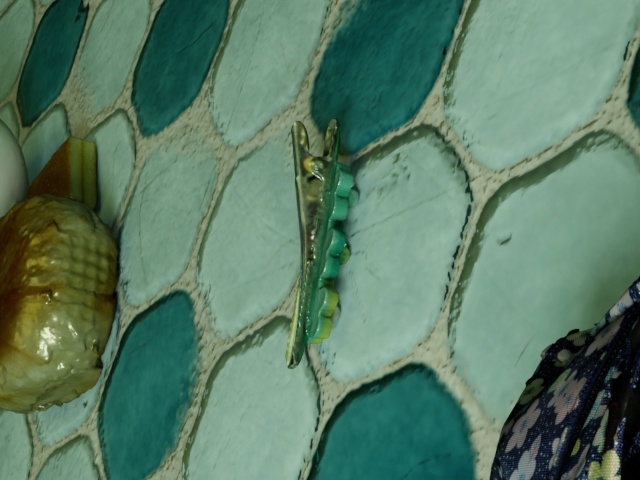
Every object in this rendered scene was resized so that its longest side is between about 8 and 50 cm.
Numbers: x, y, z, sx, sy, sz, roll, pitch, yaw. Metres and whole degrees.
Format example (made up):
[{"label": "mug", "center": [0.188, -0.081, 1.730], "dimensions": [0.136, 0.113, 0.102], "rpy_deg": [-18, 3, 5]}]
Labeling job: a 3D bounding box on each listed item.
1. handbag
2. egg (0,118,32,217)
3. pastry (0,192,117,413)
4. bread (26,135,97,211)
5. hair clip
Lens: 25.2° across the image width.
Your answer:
[{"label": "handbag", "center": [0.132, 0.110, 0.549], "dimensions": [0.208, 0.126, 0.229], "rpy_deg": [107, 176, -72]}, {"label": "egg", "center": [-0.387, -0.044, 1.462], "dimensions": [0.217, 0.183, 0.183], "rpy_deg": [-67, 29, 27]}, {"label": "pastry", "center": [-0.257, 0.056, 1.277], "dimensions": [0.182, 0.093, 0.192], "rpy_deg": [-32, 53, 45]}, {"label": "bread", "center": [-0.250, -0.041, 1.387], "dimensions": [0.094, 0.035, 0.090], "rpy_deg": [-46, 39, 36]}, {"label": "hair clip", "center": [0.001, 0.000, 0.947], "dimensions": [0.049, 0.049, 0.173], "rpy_deg": [-18, 63, 54]}]
